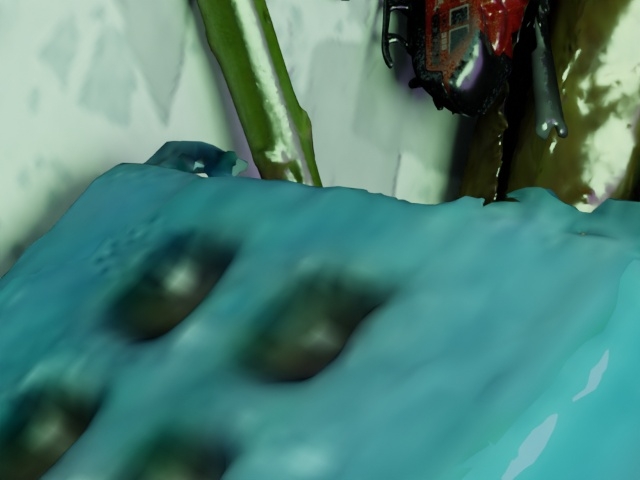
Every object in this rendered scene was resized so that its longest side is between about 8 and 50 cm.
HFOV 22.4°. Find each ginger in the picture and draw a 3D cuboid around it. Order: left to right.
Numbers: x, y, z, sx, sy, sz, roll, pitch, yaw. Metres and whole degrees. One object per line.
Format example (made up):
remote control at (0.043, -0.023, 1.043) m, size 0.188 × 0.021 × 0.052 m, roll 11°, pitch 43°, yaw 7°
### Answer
ginger at (0.110, -0.011, 0.596) m, size 0.107 × 0.133 × 0.309 m, roll 30°, pitch 77°, yaw -64°

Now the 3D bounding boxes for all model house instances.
model house at (-0.032, 0.152, 0.383) m, size 0.303 × 0.215 × 0.237 m, roll -46°, pitch 127°, yaw -33°

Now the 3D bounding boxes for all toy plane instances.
toy plane at (0.057, -0.098, 0.578) m, size 0.037 × 0.060 × 0.145 m, roll 33°, pitch 54°, yaw -47°

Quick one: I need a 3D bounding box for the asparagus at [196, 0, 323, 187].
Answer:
asparagus at (0.000, 0.000, 0.515) m, size 0.024 × 0.025 × 0.249 m, roll -29°, pitch 106°, yaw -37°
